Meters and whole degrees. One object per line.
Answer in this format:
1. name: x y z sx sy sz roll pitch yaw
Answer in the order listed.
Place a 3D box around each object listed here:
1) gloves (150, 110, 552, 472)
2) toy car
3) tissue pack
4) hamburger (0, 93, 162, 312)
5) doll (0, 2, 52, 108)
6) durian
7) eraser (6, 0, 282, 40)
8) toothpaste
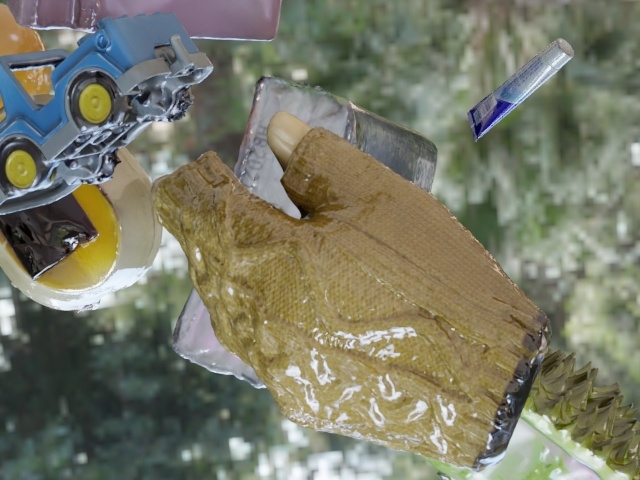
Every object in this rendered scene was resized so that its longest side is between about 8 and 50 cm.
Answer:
1. gloves: 0.010 0.038 1.469 0.356 0.203 0.155 32 -150 25
2. toy car: -0.172 -0.103 1.391 0.191 0.100 0.097 -38 169 29
3. tissue pack: 0.000 0.000 1.991 0.124 0.288 0.394 17 -178 16
4. hamburger: -0.251 -0.036 1.857 0.173 0.210 0.116 -41 175 15
5. doll: -0.432 -0.207 2.287 0.213 0.213 0.236 -21 -116 -36
6. durian: 0.167 0.171 1.632 0.355 0.169 0.157 33 -162 -8
7. eraser: -0.157 -0.387 1.918 0.272 0.359 0.122 2 -158 -20
8. toothpaste: 0.118 -0.092 1.169 0.015 0.083 0.024 21 -138 -36
